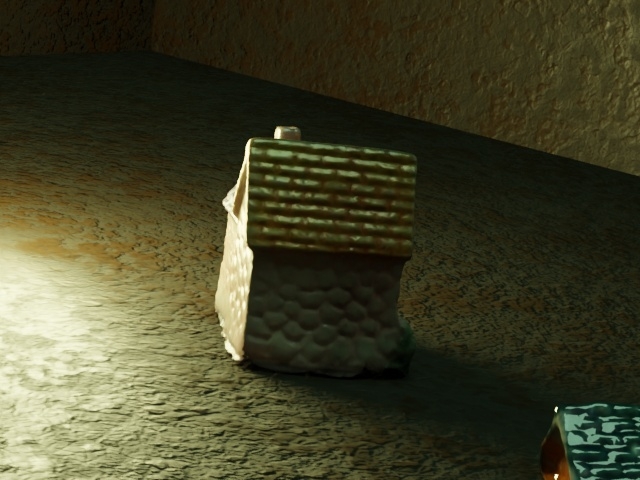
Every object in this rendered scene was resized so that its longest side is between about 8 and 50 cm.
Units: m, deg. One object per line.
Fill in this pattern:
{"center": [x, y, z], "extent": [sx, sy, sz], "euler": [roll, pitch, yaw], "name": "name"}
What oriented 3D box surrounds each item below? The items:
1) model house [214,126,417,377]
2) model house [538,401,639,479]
{"center": [0.000, 0.000, 2.104], "extent": [0.202, 0.237, 0.237], "euler": [5, 13, -9], "name": "model house"}
{"center": [0.243, 0.175, 1.291], "extent": [0.271, 0.301, 0.190], "euler": [3, -2, -7], "name": "model house"}
